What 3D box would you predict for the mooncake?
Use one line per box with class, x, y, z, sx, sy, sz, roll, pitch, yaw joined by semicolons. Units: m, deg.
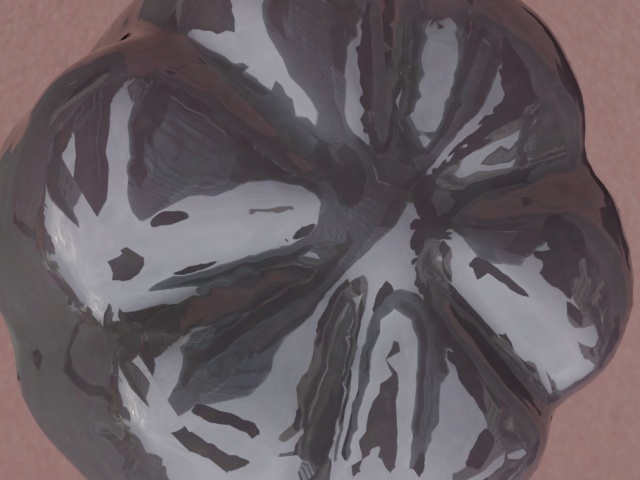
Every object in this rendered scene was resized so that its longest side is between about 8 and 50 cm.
mooncake;0.000;0.000;0.557;0.245;0.133;0.244;5;78;-23
